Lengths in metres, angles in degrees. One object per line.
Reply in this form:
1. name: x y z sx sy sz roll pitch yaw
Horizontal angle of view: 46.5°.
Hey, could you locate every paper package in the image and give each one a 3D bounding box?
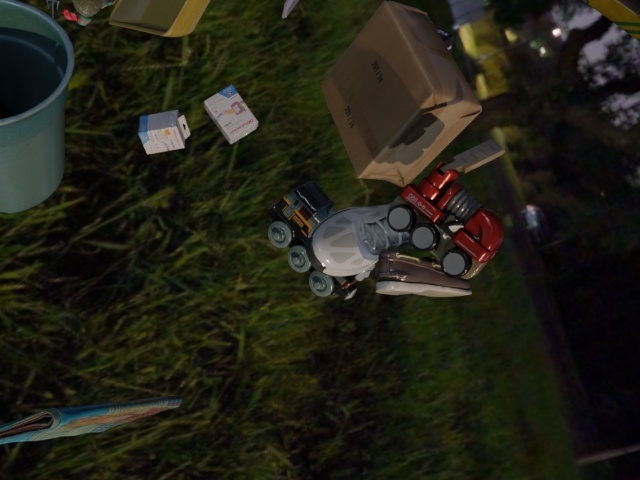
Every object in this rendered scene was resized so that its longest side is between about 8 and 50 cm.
1. paper package: 0.178 -0.345 1.791 0.168 0.309 0.324 6 50 -39

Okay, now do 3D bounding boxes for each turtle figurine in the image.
1. turtle figurine: -0.606 -0.651 1.946 0.175 0.234 0.118 5 27 -43

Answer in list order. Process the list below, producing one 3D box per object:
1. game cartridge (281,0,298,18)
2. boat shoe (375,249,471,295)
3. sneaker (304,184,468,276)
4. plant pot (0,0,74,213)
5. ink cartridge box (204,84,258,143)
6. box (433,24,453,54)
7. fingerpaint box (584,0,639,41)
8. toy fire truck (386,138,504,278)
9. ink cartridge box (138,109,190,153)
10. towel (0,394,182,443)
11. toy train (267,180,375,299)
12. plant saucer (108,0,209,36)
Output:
1. game cartridge: -0.069 -0.598 1.857 0.017 0.056 0.083 33 69 -4
2. boat shoe: 0.254 0.083 1.783 0.324 0.117 0.096 7 78 -43
3. sneaker: 0.190 -0.051 1.813 0.448 0.257 0.169 -16 81 -31
4. plant pot: -0.660 -0.246 1.499 0.334 0.341 0.341 108 -24 -54
5. ink cartridge box: -0.229 -0.324 1.917 0.122 0.088 0.052 55 -12 2
6. box: 0.264 -0.564 2.140 0.180 0.147 0.077 40 -28 30
7. fingerpaint box: 0.393 -0.410 0.738 0.371 0.163 0.445 57 -10 36
8. toy fire truck: 0.290 -0.076 1.488 0.217 0.246 0.158 42 18 17
9. ink cartridge box: -0.496 -0.348 2.382 0.092 0.143 0.090 77 5 -48
10. towel: -0.518 0.396 1.625 0.370 0.271 0.040 12 61 -58
11. toy train: 0.000 0.000 2.000 0.334 0.190 0.142 49 35 10
12. plant saucer: -0.346 -0.639 1.829 0.333 0.332 0.081 26 -4 46
